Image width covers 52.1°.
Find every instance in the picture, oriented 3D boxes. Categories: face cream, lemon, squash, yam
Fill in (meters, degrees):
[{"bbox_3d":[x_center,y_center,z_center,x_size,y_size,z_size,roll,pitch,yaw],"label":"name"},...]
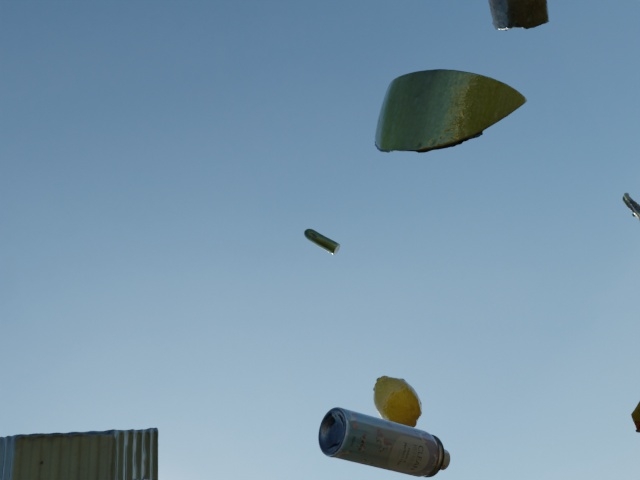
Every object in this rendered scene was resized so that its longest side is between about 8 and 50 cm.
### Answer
[{"bbox_3d":[0.108,0.318,1.014,0.229,0.075,0.075,22,-75,-29],"label":"face cream"},{"bbox_3d":[0.197,0.419,1.701,0.114,0.155,0.114,-31,-18,-11],"label":"lemon"},{"bbox_3d":[0.169,-0.179,1.019,0.204,0.237,0.154,18,-102,-50],"label":"squash"},{"bbox_3d":[0.309,-0.484,1.088,0.106,0.106,0.259,-28,-65,-19],"label":"yam"},{"bbox_3d":[0.000,0.000,1.375,0.027,0.083,0.027,-50,-22,-30],"label":"squash"}]

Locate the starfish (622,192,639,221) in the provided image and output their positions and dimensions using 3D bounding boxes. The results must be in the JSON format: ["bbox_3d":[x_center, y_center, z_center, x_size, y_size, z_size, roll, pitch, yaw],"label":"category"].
[{"bbox_3d":[0.458,0.009,0.885,0.176,0.053,0.208,-22,-81,-70],"label":"starfish"}]

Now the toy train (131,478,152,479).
[{"bbox_3d":[-0.208,0.369,0.727,0.083,0.131,0.203,26,-110,-43],"label":"toy train"}]

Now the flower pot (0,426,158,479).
[{"bbox_3d":[-0.336,0.353,0.876,0.209,0.189,0.239,-8,-19,14],"label":"flower pot"}]

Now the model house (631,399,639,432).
[{"bbox_3d":[0.813,0.360,1.397,0.219,0.207,0.136,-40,-22,-29],"label":"model house"}]
